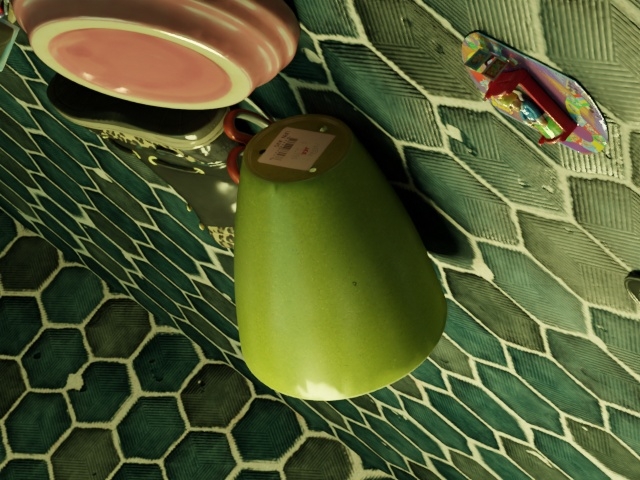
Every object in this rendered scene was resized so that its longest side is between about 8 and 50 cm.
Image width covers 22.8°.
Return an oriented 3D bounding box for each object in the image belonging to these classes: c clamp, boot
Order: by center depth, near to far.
[{"bbox_3d":[0.389,0.084,1.696,0.137,0.022,0.160,49,165,-16],"label":"c clamp"},{"bbox_3d":[-0.211,-0.132,2.283,0.377,0.138,0.284,17,154,43],"label":"boot"}]

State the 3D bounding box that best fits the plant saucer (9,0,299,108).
[{"bbox_3d":[-0.192,-0.229,1.767,0.332,0.084,0.332,10,166,3],"label":"plant saucer"}]

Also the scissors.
[{"bbox_3d":[-0.012,-0.086,2.121,0.297,0.109,0.021,22,148,-34],"label":"scissors"}]

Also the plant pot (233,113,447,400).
[{"bbox_3d":[0.000,0.000,1.971,0.274,0.275,0.294,27,145,39],"label":"plant pot"}]

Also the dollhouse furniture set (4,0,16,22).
[{"bbox_3d":[-0.498,-0.344,2.235,0.129,0.184,0.129,41,165,-5],"label":"dollhouse furniture set"}]

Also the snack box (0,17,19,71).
[{"bbox_3d":[-0.510,-0.283,1.730,0.322,0.060,0.187,25,175,-41],"label":"snack box"}]

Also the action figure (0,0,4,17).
[{"bbox_3d":[-0.495,-0.389,1.994,0.341,0.178,0.330,-114,2,-70],"label":"action figure"}]

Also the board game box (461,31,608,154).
[{"bbox_3d":[0.194,-0.127,1.509,0.168,0.033,0.133,32,163,27],"label":"board game box"}]
